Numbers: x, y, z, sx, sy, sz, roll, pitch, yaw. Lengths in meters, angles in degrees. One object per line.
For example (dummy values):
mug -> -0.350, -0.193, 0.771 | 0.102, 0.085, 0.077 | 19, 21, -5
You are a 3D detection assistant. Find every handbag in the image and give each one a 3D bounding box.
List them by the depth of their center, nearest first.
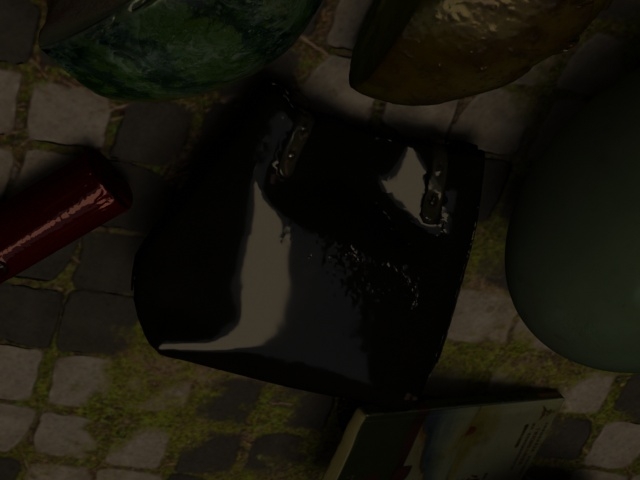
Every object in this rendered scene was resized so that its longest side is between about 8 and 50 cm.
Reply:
handbag -> 0.000, 0.000, 1.417 | 0.342, 0.152, 0.288 | 16, 111, -26

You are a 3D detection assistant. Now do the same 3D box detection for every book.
book -> 0.132, 0.256, 1.662 | 0.290, 0.026, 0.201 | -1, 128, -31

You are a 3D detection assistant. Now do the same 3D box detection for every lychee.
lychee -> 0.052, 0.196, 1.619 | 0.067, 0.068, 0.083 | -44, 126, -27

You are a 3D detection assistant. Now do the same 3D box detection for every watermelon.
watermelon -> -0.089, -0.237, 1.222 | 0.305, 0.180, 0.224 | -36, 169, 12

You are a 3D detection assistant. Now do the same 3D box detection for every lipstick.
lipstick -> -0.316, 0.006, 1.399 | 0.280, 0.073, 0.073 | -30, 127, 10

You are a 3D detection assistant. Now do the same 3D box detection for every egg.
egg -> 0.351, -0.033, 1.369 | 0.389, 0.276, 0.276 | -39, 124, 20

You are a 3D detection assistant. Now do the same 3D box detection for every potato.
potato -> 0.146, -0.221, 1.271 | 0.298, 0.141, 0.176 | -38, 116, 17
